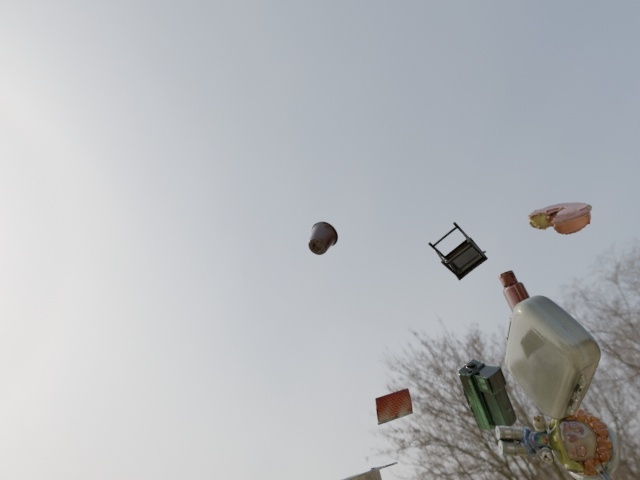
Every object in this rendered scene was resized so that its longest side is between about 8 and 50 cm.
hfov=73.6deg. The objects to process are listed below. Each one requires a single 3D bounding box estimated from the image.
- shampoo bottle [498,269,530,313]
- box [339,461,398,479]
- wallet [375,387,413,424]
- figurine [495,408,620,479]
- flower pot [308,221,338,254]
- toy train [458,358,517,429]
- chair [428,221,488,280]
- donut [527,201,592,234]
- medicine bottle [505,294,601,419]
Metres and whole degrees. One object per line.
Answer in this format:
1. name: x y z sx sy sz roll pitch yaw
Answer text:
1. shampoo bottle: 0.762 0.242 1.631 0.064 0.261 0.102 -11 -24 -17
2. box: 0.160 0.914 1.476 0.290 0.207 0.262 -16 -27 -1
3. wallet: 0.295 0.662 1.714 0.196 0.103 0.020 1 -14 -38
4. figurine: 0.818 0.696 1.507 0.381 0.225 0.205 11 -36 16
5. flower pot: 0.000 0.000 1.564 0.111 0.089 0.111 15 -50 18
6. toy train: 0.755 0.701 1.921 0.138 0.331 0.178 -24 3 -31
7. chair: 0.571 0.066 1.714 0.154 0.141 0.260 -42 -52 18
8. donut: 0.953 -0.087 1.680 0.198 0.233 0.085 -20 -79 -1
9. medicine bottle: 0.681 0.352 1.285 0.122 0.282 0.375 -24 -48 -9
